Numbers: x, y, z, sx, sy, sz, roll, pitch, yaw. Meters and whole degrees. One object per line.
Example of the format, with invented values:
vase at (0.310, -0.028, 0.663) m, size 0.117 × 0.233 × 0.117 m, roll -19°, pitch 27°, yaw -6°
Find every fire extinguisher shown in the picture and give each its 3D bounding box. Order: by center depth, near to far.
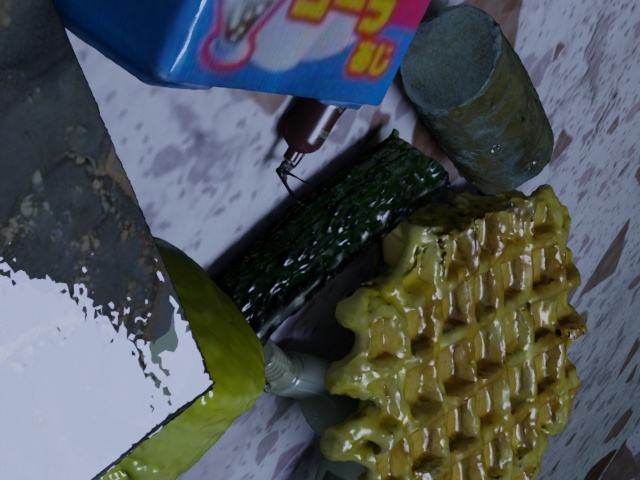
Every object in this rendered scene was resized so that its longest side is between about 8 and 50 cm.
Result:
fire extinguisher at (0.001, -0.074, 0.640) m, size 0.100 × 0.032 × 0.046 m, roll -59°, pitch -172°, yaw 8°

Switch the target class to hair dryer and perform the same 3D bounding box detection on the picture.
hair dryer at (0.072, 0.097, 0.905) m, size 0.296 × 0.119 × 0.298 m, roll -47°, pitch 141°, yaw -30°

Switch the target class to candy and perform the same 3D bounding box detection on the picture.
candy at (0.015, -0.206, 0.416) m, size 0.157 × 0.100 × 0.306 m, roll -5°, pitch 126°, yaw -57°

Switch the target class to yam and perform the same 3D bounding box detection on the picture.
yam at (0.106, -0.088, 0.740) m, size 0.078 × 0.078 × 0.179 m, roll -55°, pitch 155°, yaw 1°

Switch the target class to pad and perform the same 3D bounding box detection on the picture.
pad at (-0.203, 0.049, 0.318) m, size 0.367 × 0.007 × 0.247 m, roll -37°, pitch 121°, yaw -32°

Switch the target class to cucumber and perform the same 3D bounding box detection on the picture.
cucumber at (-0.001, 0.000, 0.689) m, size 0.187 × 0.058 × 0.058 m, roll -40°, pitch 151°, yaw -26°

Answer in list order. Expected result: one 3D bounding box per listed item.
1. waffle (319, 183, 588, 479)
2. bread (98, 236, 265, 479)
waffle at (0.115, 0.084, 0.858) m, size 0.312 × 0.060 × 0.307 m, roll 33°, pitch 69°, yaw -48°
bread at (-0.095, 0.061, 0.514) m, size 0.129 × 0.111 × 0.114 m, roll 29°, pitch 107°, yaw -29°
